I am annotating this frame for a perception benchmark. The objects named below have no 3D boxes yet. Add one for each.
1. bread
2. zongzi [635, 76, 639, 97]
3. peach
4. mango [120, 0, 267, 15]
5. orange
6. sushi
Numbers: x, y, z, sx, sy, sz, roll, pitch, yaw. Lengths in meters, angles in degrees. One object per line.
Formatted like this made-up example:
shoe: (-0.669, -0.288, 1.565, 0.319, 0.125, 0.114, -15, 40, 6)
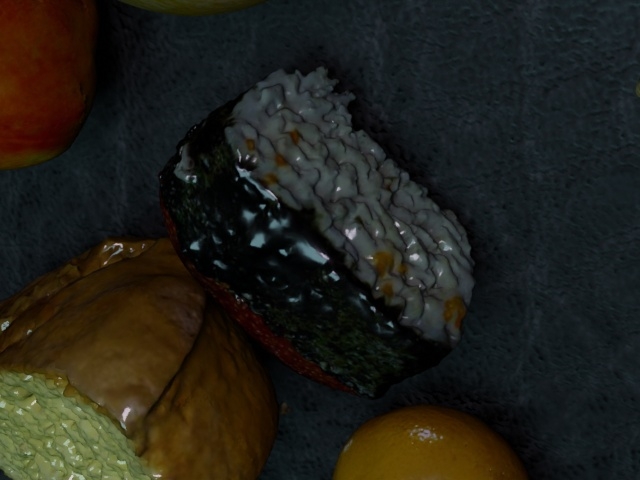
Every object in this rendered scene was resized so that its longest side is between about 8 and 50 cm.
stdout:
bread: (-0.144, 0.103, 0.998, 0.340, 0.179, 0.194, -11, 118, 55)
zongzi: (0.320, -0.126, 0.689, 0.248, 0.111, 0.241, 27, 133, 9)
peach: (-0.252, -0.142, 0.922, 0.197, 0.197, 0.197, 12, 121, 21)
mango: (-0.052, -0.253, 0.757, 0.221, 0.199, 0.384, 50, 140, -14)
orange: (0.080, 0.197, 0.976, 0.156, 0.124, 0.156, 11, 122, 18)
sushi: (0.000, 0.000, 0.902, 0.126, 0.136, 0.225, -25, 108, 44)
